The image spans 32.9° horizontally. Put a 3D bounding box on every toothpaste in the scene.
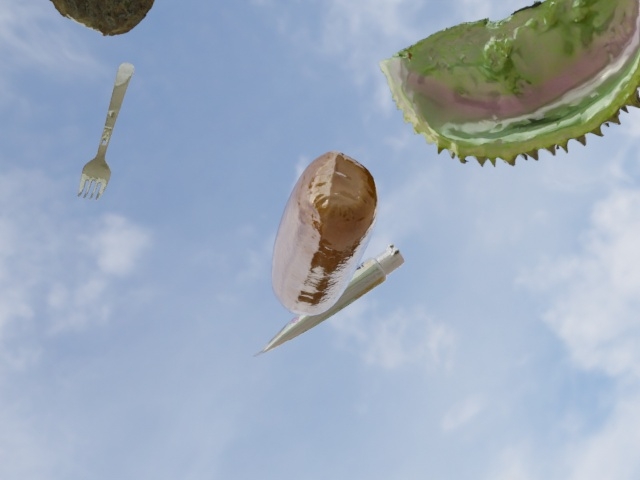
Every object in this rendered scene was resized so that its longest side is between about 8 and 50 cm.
[{"bbox_3d":[0.013,0.114,1.898,0.314,0.056,0.058,-34,-44,-10],"label":"toothpaste"}]

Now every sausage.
[{"bbox_3d":[0.000,0.001,1.186,0.105,0.105,0.274,-30,-17,-22],"label":"sausage"}]

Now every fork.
[{"bbox_3d":[-0.260,-0.134,1.319,0.034,0.219,0.028,8,-33,0],"label":"fork"}]

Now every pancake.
[{"bbox_3d":[-0.188,-0.232,0.938,0.108,0.017,0.108,-6,-72,-20],"label":"pancake"}]

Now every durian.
[{"bbox_3d":[0.243,-0.193,1.207,0.355,0.157,0.169,-24,-56,30],"label":"durian"}]
